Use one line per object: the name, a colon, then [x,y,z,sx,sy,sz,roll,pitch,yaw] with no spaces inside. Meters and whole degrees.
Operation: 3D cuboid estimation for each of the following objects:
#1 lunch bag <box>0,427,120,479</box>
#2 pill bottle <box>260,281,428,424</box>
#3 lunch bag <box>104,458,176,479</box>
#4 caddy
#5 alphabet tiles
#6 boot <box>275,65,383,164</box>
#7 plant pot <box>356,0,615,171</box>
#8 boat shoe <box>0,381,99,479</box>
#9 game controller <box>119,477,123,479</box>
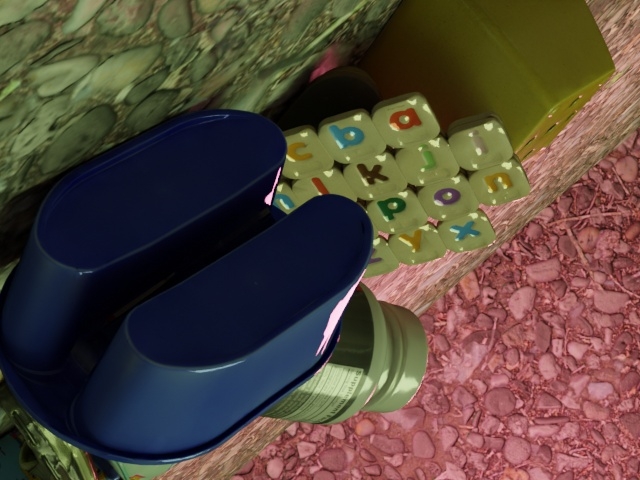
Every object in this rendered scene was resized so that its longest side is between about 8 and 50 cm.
lunch bag: [-0.370,0.375,1.700,0.221,0.138,0.293,-36,154,-26]
pill bottle: [-0.038,0.113,1.542,0.318,0.176,0.176,14,131,-37]
lunch bag: [-0.175,0.151,1.680,0.279,0.108,0.224,-42,151,-16]
caddy: [-0.115,0.043,1.186,0.341,0.241,0.179,-32,161,-39]
alphabet tiles: [0.069,-0.053,1.439,0.284,0.021,0.278,-15,144,17]
boot: [0.003,-0.105,1.486,0.305,0.112,0.115,112,-3,-56]
plant pot: [0.186,-0.186,1.485,0.212,0.187,0.212,-32,166,-45]
boat shoe: [-0.298,0.228,1.514,0.073,0.080,0.224,-22,126,-10]
game controller: [-0.279,0.340,2.289,0.166,0.067,0.319,-52,179,-42]
